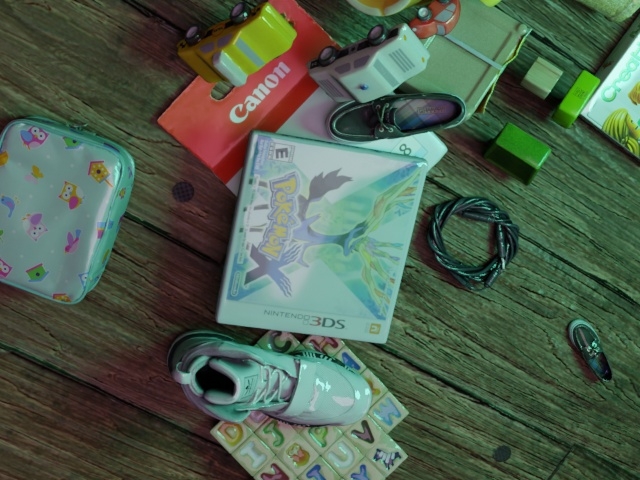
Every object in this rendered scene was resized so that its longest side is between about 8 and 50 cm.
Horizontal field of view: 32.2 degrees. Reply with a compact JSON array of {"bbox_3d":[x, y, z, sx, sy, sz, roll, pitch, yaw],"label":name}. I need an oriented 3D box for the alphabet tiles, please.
[{"bbox_3d":[-0.019,0.325,1.989,0.285,0.011,0.342,-43,95,0],"label":"alphabet tiles"}]

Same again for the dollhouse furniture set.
[{"bbox_3d":[0.290,-0.265,1.890,0.301,0.151,0.197,34,87,5],"label":"dollhouse furniture set"}]

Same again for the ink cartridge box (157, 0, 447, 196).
[{"bbox_3d":[-0.026,-0.172,1.839,0.308,0.091,0.385,-46,112,5],"label":"ink cartridge box"}]

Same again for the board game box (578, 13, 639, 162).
[{"bbox_3d":[0.607,-0.300,1.953,0.193,0.053,0.305,32,99,-19],"label":"board game box"}]

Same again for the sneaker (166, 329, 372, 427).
[{"bbox_3d":[-0.084,0.250,1.869,0.366,0.210,0.137,15,92,-5],"label":"sneaker"}]

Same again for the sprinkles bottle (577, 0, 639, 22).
[{"bbox_3d":[0.370,-0.483,1.806,0.355,0.121,0.121,23,102,-19],"label":"sprinkles bottle"}]

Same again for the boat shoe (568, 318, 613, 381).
[{"bbox_3d":[0.518,0.210,2.109,0.049,0.040,0.142,-34,112,0],"label":"boat shoe"}]

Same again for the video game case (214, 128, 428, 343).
[{"bbox_3d":[0.000,0.000,1.836,0.300,0.036,0.329,8,105,-14],"label":"video game case"}]

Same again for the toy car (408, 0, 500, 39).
[{"bbox_3d":[0.251,-0.407,1.685,0.053,0.225,0.239,46,52,10],"label":"toy car"}]

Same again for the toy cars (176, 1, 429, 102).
[{"bbox_3d":[-0.032,-0.271,1.713,0.394,0.087,0.176,8,147,-1],"label":"toy cars"}]

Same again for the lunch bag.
[{"bbox_3d":[-0.431,-0.057,1.765,0.224,0.108,0.279,20,100,1],"label":"lunch bag"}]

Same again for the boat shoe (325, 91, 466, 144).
[{"bbox_3d":[0.122,-0.196,1.776,0.228,0.076,0.080,-3,96,1],"label":"boat shoe"}]

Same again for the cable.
[{"bbox_3d":[0.273,-0.004,1.982,0.150,0.047,0.184,-44,111,4],"label":"cable"}]

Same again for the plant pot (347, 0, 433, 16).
[{"bbox_3d":[0.111,-0.434,1.685,0.205,0.188,0.205,13,127,17],"label":"plant pot"}]
